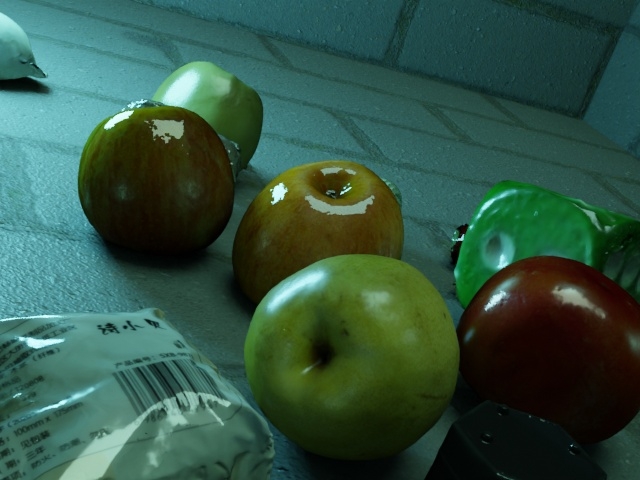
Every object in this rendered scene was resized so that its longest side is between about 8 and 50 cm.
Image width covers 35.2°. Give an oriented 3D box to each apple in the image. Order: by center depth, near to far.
[{"bbox_3d":[0.000,0.000,1.794,0.299,0.275,0.299,16,28,-9],"label":"apple"},{"bbox_3d":[-0.291,-0.122,1.825,0.302,0.301,0.301,18,21,-7],"label":"apple"},{"bbox_3d":[-0.249,-0.264,2.243,0.263,0.262,0.262,18,21,-7],"label":"apple"}]

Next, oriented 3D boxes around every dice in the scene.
[{"bbox_3d":[0.458,0.053,1.966,0.300,0.287,0.297,24,5,36],"label":"dice"}]

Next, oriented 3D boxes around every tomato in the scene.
[{"bbox_3d":[0.387,0.180,1.671,0.325,0.289,0.293,35,22,17],"label":"tomato"}]

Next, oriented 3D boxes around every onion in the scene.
[{"bbox_3d":[0.349,0.020,2.272,0.119,0.118,0.117,25,7,11],"label":"onion"}]

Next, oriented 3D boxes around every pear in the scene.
[{"bbox_3d":[0.045,0.160,1.412,0.315,0.314,0.314,18,21,-7],"label":"pear"}]

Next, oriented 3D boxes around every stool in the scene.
[{"bbox_3d":[0.266,0.335,1.391,0.232,0.141,0.232,17,22,-7],"label":"stool"}]

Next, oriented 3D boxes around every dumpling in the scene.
[{"bbox_3d":[-0.787,-0.448,2.369,0.175,0.243,0.227,-41,33,-23],"label":"dumpling"}]

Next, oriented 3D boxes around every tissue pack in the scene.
[{"bbox_3d":[-0.276,0.210,1.143,0.376,0.195,0.390,-5,32,-35],"label":"tissue pack"}]

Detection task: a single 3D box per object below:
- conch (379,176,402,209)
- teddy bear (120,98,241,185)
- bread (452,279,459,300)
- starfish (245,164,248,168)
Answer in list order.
[{"bbox_3d":[0.086,-0.059,2.199,0.200,0.131,0.172,-12,21,44],"label":"conch"},{"bbox_3d":[-0.289,-0.182,2.043,0.267,0.236,0.151,24,58,-23],"label":"teddy bear"},{"bbox_3d":[0.323,0.083,2.136,0.060,0.082,0.113,28,19,25],"label":"bread"},{"bbox_3d":[-0.216,-0.200,2.408,0.091,0.028,0.078,2,29,-28],"label":"starfish"}]
